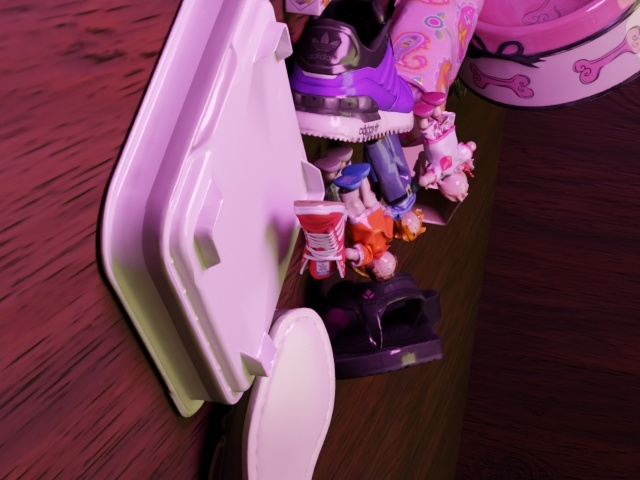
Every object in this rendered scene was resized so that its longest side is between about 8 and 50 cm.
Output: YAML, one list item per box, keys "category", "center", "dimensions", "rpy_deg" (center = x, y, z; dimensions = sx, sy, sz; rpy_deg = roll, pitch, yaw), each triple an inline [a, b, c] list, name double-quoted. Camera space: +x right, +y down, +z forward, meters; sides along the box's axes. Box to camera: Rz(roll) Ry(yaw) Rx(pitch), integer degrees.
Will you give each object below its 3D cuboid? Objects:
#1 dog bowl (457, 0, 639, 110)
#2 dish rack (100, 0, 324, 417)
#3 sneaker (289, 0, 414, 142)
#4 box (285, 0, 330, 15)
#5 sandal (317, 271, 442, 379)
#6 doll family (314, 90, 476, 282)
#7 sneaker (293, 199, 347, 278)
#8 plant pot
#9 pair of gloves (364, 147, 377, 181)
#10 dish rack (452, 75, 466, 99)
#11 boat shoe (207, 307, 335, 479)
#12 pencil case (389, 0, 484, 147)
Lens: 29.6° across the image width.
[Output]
- category: "dog bowl"
  center: [0.376, -0.410, 1.950]
  dimensions: [0.150, 0.408, 0.408]
  rpy_deg: [54, 44, -45]
- category: "dish rack"
  center: [-0.068, -0.029, 0.984]
  dimensions: [0.333, 0.072, 0.286]
  rpy_deg: [76, 28, -58]
- category: "sneaker"
  center: [0.043, -0.188, 1.268]
  dimensions: [0.293, 0.102, 0.146]
  rpy_deg: [-35, 133, -72]
- category: "box"
  center: [0.011, -0.311, 1.186]
  dimensions: [0.207, 0.036, 0.114]
  rpy_deg: [-62, 158, -54]
- category: "sandal"
  center: [0.063, 0.089, 1.499]
  dimensions: [0.446, 0.167, 0.107]
  rpy_deg: [-44, 123, -82]
- category: "doll family"
  center: [0.073, -0.053, 1.415]
  dimensions: [0.263, 0.118, 0.163]
  rpy_deg: [-44, 127, -37]
- category: "sneaker"
  center: [0.000, 0.000, 1.037]
  dimensions: [0.118, 0.042, 0.067]
  rpy_deg: [15, 81, -78]
- category: "plant pot"
  center: [0.143, -0.094, 1.726]
  dimensions: [0.109, 0.109, 0.096]
  rpy_deg: [113, -16, -63]
- category: "pair of gloves"
  center: [0.095, -0.181, 1.672]
  dimensions: [0.198, 0.023, 0.159]
  rpy_deg: [-60, 157, -54]
- category: "dish rack"
  center: [0.294, -0.402, 2.253]
  dimensions: [0.208, 0.074, 0.272]
  rpy_deg: [42, 59, -74]
- category: "boat shoe"
  center: [-0.057, 0.204, 1.152]
  dimensions: [0.109, 0.091, 0.305]
  rpy_deg: [-6, 107, -43]
- category: "pencil case"
  center: [0.127, -0.244, 1.551]
  dimensions: [0.124, 0.124, 0.284]
  rpy_deg: [86, 19, -45]
